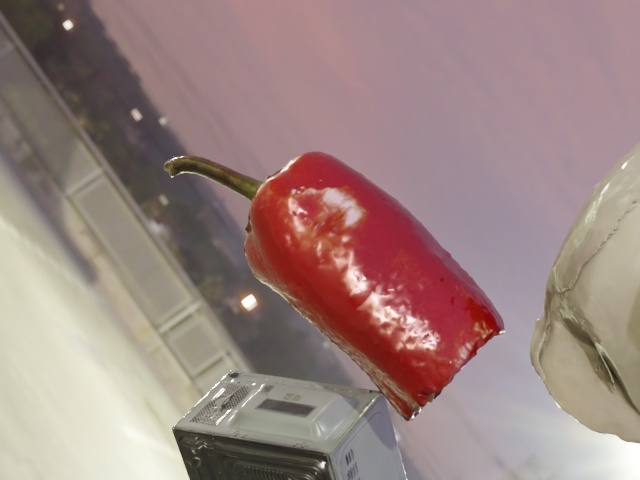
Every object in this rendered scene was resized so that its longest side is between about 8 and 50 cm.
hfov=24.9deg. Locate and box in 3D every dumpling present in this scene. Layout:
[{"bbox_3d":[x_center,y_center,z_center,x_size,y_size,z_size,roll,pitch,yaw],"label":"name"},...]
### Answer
[{"bbox_3d":[0.326,0.033,1.160,0.260,0.341,0.181,38,7,17],"label":"dumpling"}]

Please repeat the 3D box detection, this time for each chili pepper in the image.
[{"bbox_3d":[0.003,-0.004,1.256,0.338,0.134,0.131,44,2,12],"label":"chili pepper"}]

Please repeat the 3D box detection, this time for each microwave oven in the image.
[{"bbox_3d":[-0.032,0.236,1.539,0.208,0.122,0.162,3,-58,35],"label":"microwave oven"}]
